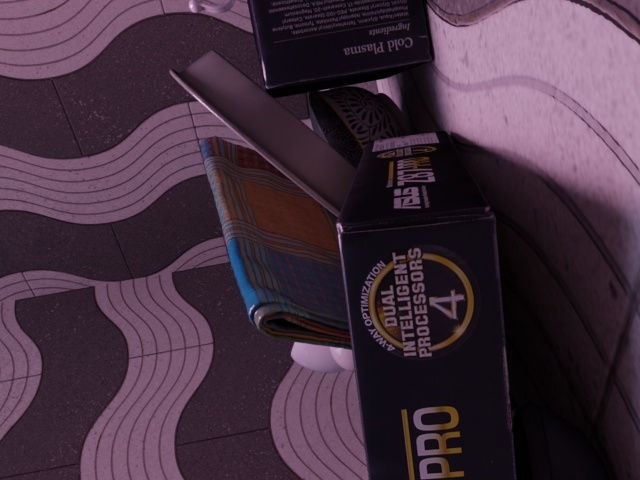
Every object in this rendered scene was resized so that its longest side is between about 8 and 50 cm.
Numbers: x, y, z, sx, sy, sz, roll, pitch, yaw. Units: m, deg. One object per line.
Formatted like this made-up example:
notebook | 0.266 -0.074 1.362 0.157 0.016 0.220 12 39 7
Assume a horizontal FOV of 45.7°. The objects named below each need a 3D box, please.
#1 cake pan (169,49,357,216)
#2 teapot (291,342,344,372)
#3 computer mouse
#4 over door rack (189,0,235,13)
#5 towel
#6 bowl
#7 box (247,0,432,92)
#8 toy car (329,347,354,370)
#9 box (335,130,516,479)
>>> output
cake pan | -0.045 -0.121 0.891 0.293 0.054 0.293 39 -175 -4
teapot | 0.061 0.174 1.590 0.256 0.187 0.252 -62 -7 -66
computer mouse | 0.165 0.184 0.549 0.184 0.060 0.262 -83 -12 -52
over door rack | -0.170 -0.456 0.865 0.239 0.108 0.324 96 165 -79
towel | 0.000 0.000 0.947 0.040 0.271 0.370 -60 32 27
bowl | 0.063 -0.137 0.970 0.170 0.080 0.170 54 173 9
box | -0.008 -0.340 0.901 0.343 0.179 0.313 -111 10 -81
toy car | 0.097 0.105 1.057 0.136 0.159 0.182 -54 31 32
box | 0.088 0.091 0.611 0.395 0.097 0.318 -70 -28 -74
